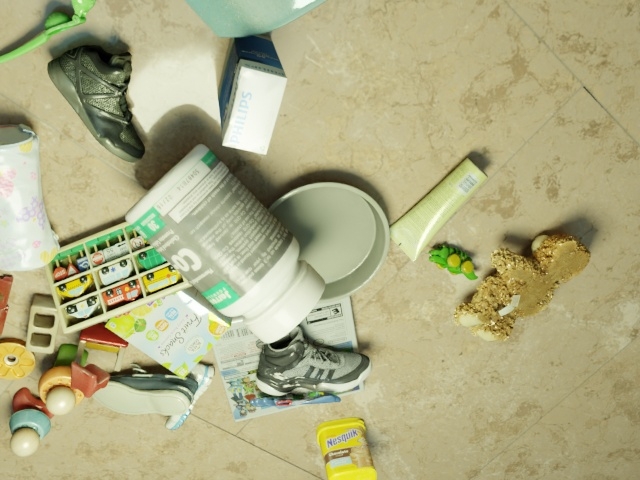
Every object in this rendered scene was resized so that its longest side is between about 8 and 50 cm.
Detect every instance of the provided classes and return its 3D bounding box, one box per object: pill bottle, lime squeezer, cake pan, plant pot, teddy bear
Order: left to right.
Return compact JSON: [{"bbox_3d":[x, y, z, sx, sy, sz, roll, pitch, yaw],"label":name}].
[{"bbox_3d":[-0.446,-0.395,1.159,0.110,0.059,0.310,28,112,-24],"label":"lime squeezer"},{"bbox_3d":[-0.171,0.012,1.311,0.204,0.204,0.361,-41,103,13],"label":"pill bottle"},{"bbox_3d":[-0.109,-0.466,1.083,0.252,0.247,0.248,-31,122,27],"label":"plant pot"},{"bbox_3d":[0.000,0.000,1.470,0.293,0.054,0.293,-5,120,-8],"label":"cake pan"},{"bbox_3d":[0.450,0.101,1.583,0.245,0.113,0.338,18,118,-24],"label":"teddy bear"}]

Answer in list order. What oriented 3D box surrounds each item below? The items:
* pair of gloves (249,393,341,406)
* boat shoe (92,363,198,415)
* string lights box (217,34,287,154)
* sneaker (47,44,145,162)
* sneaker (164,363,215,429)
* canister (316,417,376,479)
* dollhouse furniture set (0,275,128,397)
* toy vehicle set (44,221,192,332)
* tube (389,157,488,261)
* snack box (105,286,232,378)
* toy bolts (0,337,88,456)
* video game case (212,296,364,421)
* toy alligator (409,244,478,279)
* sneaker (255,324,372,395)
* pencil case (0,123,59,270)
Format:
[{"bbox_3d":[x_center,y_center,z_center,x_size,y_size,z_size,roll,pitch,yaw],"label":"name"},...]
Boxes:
[{"bbox_3d":[-0.055,0.361,1.563,0.159,0.023,0.198,8,162,-41],"label":"pair of gloves"},{"bbox_3d":[-0.396,0.332,1.551,0.254,0.079,0.095,-3,122,21],"label":"boat shoe"},{"bbox_3d":[-0.123,-0.261,1.178,0.076,0.260,0.133,11,117,-16],"label":"string lights box"},{"bbox_3d":[-0.365,-0.249,1.239,0.130,0.087,0.227,-27,116,12],"label":"sneaker"},{"bbox_3d":[-0.324,0.354,1.610,0.083,0.071,0.191,28,103,-16],"label":"sneaker"},{"bbox_3d":[0.064,0.530,1.716,0.126,0.170,0.073,-7,121,-7],"label":"canister"},{"bbox_3d":[-0.576,0.196,1.386,0.374,0.201,0.152,12,116,-16],"label":"dollhouse furniture set"},{"bbox_3d":[-0.406,0.060,1.379,0.267,0.035,0.166,-22,80,1],"label":"toy vehicle set"},{"bbox_3d":[0.249,-0.071,1.474,0.062,0.070,0.240,33,108,-33],"label":"tube"},{"bbox_3d":[-0.320,0.168,1.476,0.207,0.070,0.174,37,107,-16],"label":"snack box"},{"bbox_3d":[-0.628,0.344,1.484,0.218,0.158,0.228,19,114,-20],"label":"toy bolts"},{"bbox_3d":[-0.074,0.273,1.623,0.329,0.036,0.300,-13,121,-4],"label":"video game case"},{"bbox_3d":[0.282,0.035,1.548,0.189,0.056,0.051,24,71,-22],"label":"toy alligator"},{"bbox_3d":[-0.015,0.258,1.544,0.268,0.101,0.153,-6,123,-5],"label":"sneaker"},{"bbox_3d":[-0.568,-0.076,1.284,0.124,0.113,0.273,-8,121,-15],"label":"pencil case"}]
